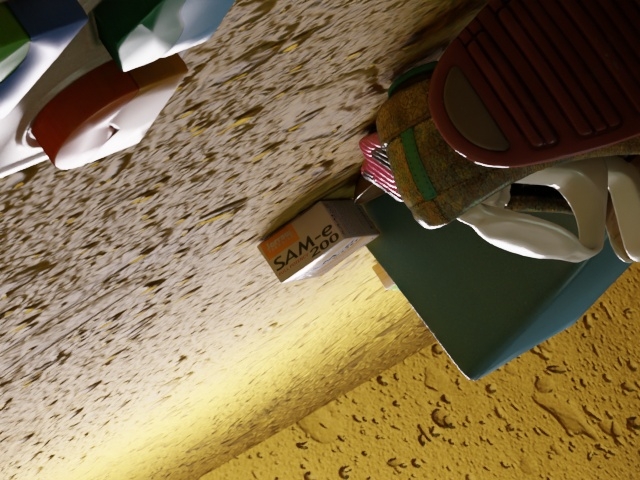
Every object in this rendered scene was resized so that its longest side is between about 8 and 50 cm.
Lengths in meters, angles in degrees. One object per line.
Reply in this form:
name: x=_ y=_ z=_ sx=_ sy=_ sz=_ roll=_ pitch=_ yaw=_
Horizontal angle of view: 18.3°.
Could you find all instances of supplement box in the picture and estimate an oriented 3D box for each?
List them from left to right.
supplement box: x=0.000 y=0.000 z=1.512 sx=0.062 sy=0.036 sz=0.098 roll=-36 pitch=171 yaw=17

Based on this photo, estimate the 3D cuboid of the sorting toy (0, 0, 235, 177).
sorting toy: x=-0.107 y=-0.059 z=0.743 sx=0.193 sy=0.038 sz=0.208 roll=-26 pitch=170 yaw=-39

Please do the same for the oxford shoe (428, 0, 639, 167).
oxford shoe: x=0.210 y=-0.138 z=1.205 sx=0.348 sy=0.123 sz=0.130 roll=-29 pitch=178 yaw=-14

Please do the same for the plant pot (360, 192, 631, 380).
plant pot: x=0.180 y=-0.041 z=1.544 sx=0.166 sy=0.165 sz=0.234 roll=-23 pitch=162 yaw=-50

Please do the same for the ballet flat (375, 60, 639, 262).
ballet flat: x=0.183 y=-0.040 z=1.304 sx=0.349 sy=0.123 sz=0.123 roll=4 pitch=149 yaw=-39

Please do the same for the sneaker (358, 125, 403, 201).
sneaker: x=0.058 y=-0.067 z=1.350 sx=0.057 sy=0.047 sz=0.119 roll=-51 pitch=177 yaw=-10

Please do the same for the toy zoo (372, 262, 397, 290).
toy zoo: x=0.162 y=-0.009 z=2.105 sx=0.192 sy=0.030 sz=0.293 roll=-34 pitch=172 yaw=8

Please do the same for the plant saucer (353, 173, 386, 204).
plant saucer: x=0.056 y=-0.055 z=1.476 sx=0.083 sy=0.015 sz=0.083 roll=-31 pitch=172 yaw=-5
